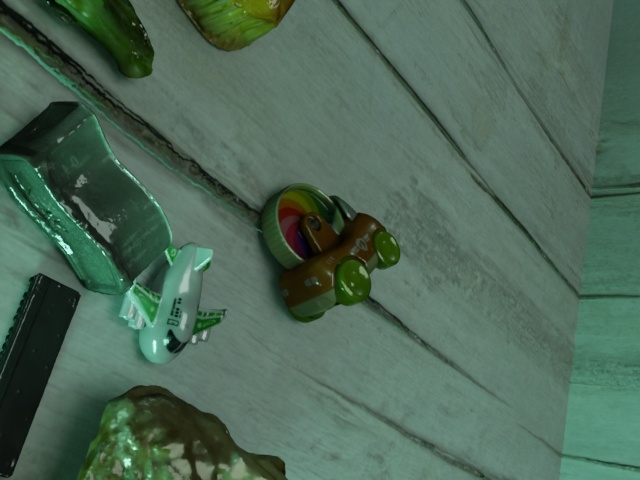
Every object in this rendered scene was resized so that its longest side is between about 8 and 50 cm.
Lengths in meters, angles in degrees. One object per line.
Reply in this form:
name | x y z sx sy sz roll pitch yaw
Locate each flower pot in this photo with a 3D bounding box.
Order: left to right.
flower pot | -0.285 -0.047 0.890 0.108 0.103 0.229 -55 127 -37

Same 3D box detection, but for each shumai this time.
shumai | -0.134 0.330 0.870 0.267 0.262 0.314 -40 127 -63

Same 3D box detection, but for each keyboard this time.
keyboard | -0.351 0.156 0.854 0.072 0.023 0.231 41 56 -49

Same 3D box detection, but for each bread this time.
bread | -0.095 -0.444 1.124 0.204 0.156 0.288 45 55 -36

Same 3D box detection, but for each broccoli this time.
broccoli | -0.297 -0.329 0.899 0.165 0.145 0.304 -62 143 -29

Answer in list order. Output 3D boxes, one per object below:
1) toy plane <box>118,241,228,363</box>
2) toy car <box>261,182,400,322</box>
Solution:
toy plane | -0.197 0.085 1.000 0.174 0.080 0.174 -11 105 -47
toy car | 0.000 0.000 1.228 0.235 0.145 0.235 20 58 -36
